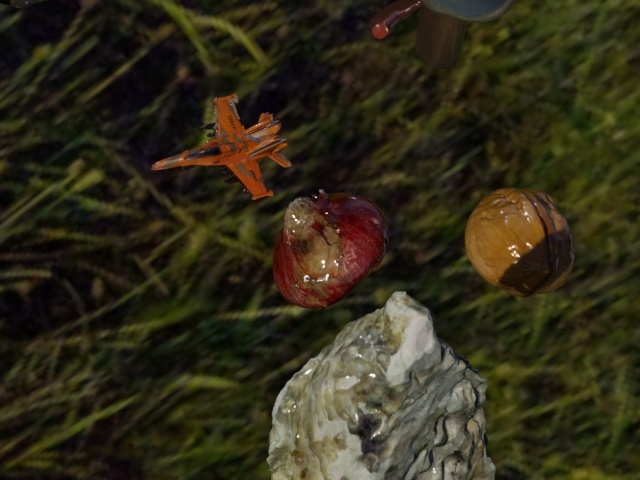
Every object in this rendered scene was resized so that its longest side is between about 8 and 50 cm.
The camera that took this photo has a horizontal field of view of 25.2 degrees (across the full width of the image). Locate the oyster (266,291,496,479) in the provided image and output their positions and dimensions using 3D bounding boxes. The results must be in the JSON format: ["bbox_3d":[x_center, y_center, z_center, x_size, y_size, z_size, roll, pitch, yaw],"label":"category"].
[{"bbox_3d":[0.051,0.167,1.147,0.267,0.198,0.112,57,5,-40],"label":"oyster"}]

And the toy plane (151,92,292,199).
[{"bbox_3d":[-0.121,-0.102,1.689,0.188,0.062,0.135,-19,80,-26],"label":"toy plane"}]

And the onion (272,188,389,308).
[{"bbox_3d":[0.000,0.000,1.942,0.147,0.184,0.184,47,30,-26],"label":"onion"}]

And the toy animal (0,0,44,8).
[{"bbox_3d":[-0.271,-0.339,1.503,0.097,0.158,0.312,74,9,-48],"label":"toy animal"}]

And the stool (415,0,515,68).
[{"bbox_3d":[0.123,-0.400,1.681,0.310,0.310,0.226,30,-13,3],"label":"stool"}]

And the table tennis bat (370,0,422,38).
[{"bbox_3d":[0.099,-0.290,1.818,0.019,0.098,0.154,62,31,-16],"label":"table tennis bat"}]

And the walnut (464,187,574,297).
[{"bbox_3d":[0.265,0.004,1.911,0.144,0.144,0.180,38,13,-30],"label":"walnut"}]
